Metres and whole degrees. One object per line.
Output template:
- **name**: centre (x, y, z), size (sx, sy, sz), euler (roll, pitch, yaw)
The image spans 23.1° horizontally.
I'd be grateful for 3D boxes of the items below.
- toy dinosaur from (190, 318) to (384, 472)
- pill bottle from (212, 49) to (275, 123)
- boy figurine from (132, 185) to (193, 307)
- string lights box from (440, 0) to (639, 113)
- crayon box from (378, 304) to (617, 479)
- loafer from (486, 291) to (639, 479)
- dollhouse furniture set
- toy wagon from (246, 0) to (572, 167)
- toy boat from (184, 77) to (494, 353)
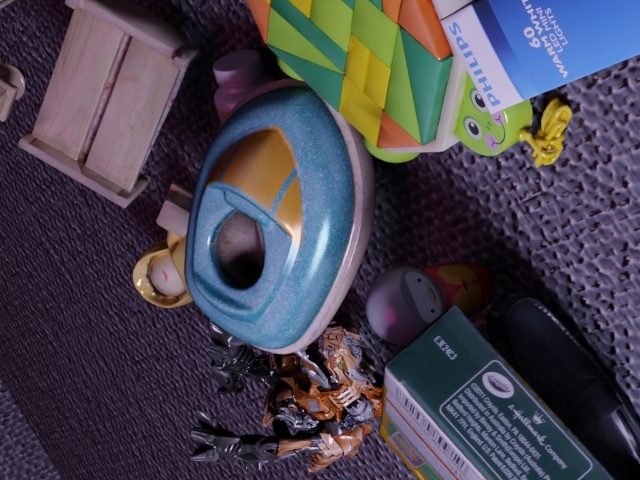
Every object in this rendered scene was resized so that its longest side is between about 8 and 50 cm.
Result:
- **toy dinosaur**: centre (-0.018, 0.185, 1.684), size (0.218, 0.164, 0.322), euler (4, 129, 5)
- **pill bottle**: centre (-0.067, -0.125, 1.538), size (0.065, 0.065, 0.116), euler (24, 138, 49)
- **boy figurine**: centre (-0.128, 0.020, 1.776), size (0.285, 0.092, 0.177), euler (-5, 117, 58)
- **string lights box**: centre (0.199, -0.164, 0.953), size (0.077, 0.133, 0.259), euler (60, 154, -6)
- **crayon box**: centre (0.146, 0.189, 1.360), size (0.203, 0.083, 0.323), euler (48, 169, 13)
- **loafer**: centre (0.220, 0.136, 1.310), size (0.223, 0.076, 0.078), euler (55, 160, -9)
- **dollhouse furniture set**: centre (-0.206, -0.232, 1.649), size (0.355, 0.174, 0.303), euler (31, 124, 5)
- **toy wagon**: centre (0.058, -0.175, 1.262), size (0.344, 0.068, 0.267), euler (45, 152, 25)
- **toy boat**: centre (0.000, 0.000, 1.415), size (0.318, 0.148, 0.268), euler (26, 113, 31)
